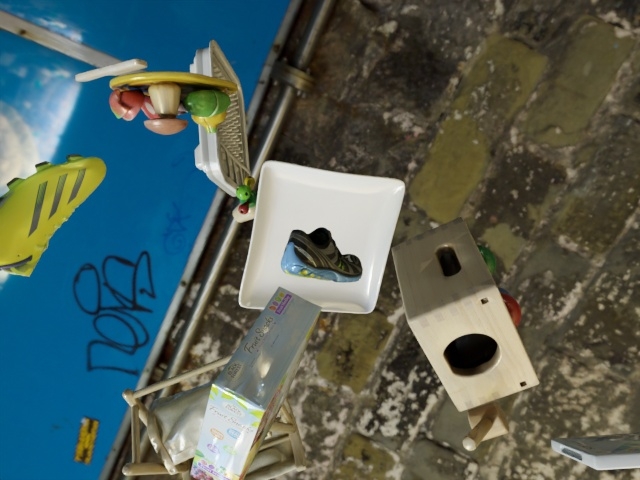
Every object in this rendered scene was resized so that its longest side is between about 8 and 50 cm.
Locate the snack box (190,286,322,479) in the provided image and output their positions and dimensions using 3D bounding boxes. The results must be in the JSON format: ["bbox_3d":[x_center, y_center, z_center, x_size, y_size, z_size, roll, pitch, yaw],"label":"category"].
[{"bbox_3d":[-0.081,0.190,0.654,0.174,0.070,0.207,-56,-10,-52],"label":"snack box"}]

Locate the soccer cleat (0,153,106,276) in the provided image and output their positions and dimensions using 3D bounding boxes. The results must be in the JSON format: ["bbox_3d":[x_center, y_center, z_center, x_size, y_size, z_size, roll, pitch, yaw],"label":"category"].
[{"bbox_3d":[-0.408,-0.015,0.709,0.289,0.121,0.093,-42,4,-32],"label":"soccer cleat"}]

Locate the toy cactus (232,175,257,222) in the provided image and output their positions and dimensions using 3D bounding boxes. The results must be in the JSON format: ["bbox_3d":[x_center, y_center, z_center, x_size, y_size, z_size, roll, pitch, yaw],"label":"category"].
[{"bbox_3d":[-0.108,-0.079,1.082,0.180,0.112,0.219,-26,-1,36],"label":"toy cactus"}]

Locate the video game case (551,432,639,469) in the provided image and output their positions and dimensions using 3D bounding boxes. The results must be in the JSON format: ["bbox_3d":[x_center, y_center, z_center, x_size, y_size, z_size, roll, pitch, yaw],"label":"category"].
[{"bbox_3d":[0.763,0.492,1.229,0.300,0.328,0.036,65,-160,-74],"label":"video game case"}]

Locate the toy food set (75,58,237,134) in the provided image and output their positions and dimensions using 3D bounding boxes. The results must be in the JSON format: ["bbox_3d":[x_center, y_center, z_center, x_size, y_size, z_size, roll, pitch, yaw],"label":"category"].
[{"bbox_3d":[-0.193,-0.168,0.658,0.218,0.128,0.071,-18,-74,-63],"label":"toy food set"}]

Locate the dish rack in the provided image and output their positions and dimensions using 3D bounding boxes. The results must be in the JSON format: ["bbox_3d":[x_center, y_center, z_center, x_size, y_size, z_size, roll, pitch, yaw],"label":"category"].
[{"bbox_3d":[-0.240,-0.272,1.243,0.285,0.072,0.333,46,-141,-80],"label":"dish rack"}]

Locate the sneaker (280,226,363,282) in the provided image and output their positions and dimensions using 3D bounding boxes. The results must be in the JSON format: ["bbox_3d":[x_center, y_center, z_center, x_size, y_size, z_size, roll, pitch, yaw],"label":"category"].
[{"bbox_3d":[0.012,0.022,0.776,0.188,0.067,0.078,15,-98,-56],"label":"sneaker"}]

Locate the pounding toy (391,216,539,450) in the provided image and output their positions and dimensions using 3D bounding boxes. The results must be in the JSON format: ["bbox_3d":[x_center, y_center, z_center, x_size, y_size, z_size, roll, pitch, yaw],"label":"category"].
[{"bbox_3d":[0.162,0.112,0.507,0.094,0.206,0.181,-25,27,14],"label":"pounding toy"}]

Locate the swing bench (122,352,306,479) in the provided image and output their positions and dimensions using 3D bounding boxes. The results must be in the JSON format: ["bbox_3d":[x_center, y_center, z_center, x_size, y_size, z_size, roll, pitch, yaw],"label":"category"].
[{"bbox_3d":[-0.191,0.358,0.969,0.255,0.253,0.165,68,-178,-48],"label":"swing bench"}]

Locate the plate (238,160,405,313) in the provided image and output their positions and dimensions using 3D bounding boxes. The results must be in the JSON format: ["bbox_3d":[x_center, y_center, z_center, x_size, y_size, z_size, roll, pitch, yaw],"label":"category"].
[{"bbox_3d":[0.000,0.000,0.965,0.045,0.277,0.278,-131,49,-63],"label":"plate"}]
